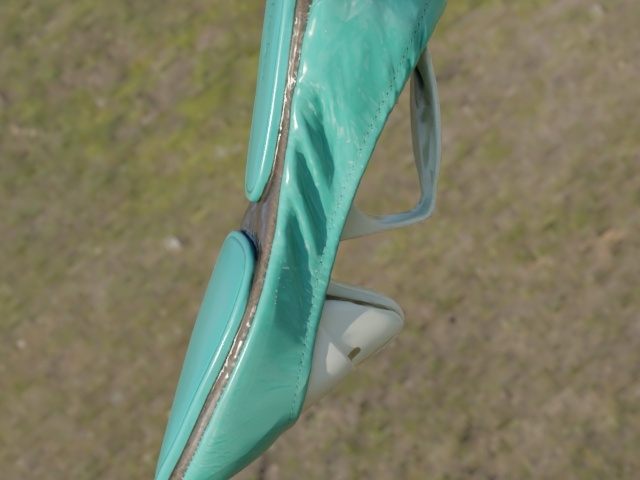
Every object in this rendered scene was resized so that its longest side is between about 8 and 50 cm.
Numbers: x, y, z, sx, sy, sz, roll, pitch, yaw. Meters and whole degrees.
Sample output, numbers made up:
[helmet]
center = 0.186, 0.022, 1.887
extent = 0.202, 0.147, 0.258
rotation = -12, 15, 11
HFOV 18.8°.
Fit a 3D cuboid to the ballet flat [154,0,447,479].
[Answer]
[ballet flat]
center = 0.000, 0.000, 0.785
extent = 0.083, 0.087, 0.247
rotation = -121, 44, -76
